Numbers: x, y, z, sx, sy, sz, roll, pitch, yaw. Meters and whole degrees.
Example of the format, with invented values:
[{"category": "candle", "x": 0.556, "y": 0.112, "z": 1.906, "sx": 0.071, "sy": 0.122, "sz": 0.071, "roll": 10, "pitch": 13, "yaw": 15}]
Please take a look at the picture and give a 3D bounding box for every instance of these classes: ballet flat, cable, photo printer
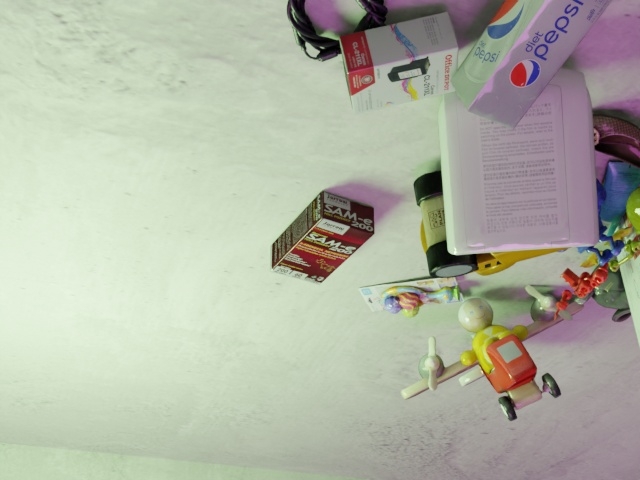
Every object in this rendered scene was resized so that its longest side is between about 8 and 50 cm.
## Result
[{"category": "ballet flat", "x": 0.569, "y": -0.162, "z": 1.521, "sx": 0.249, "sy": 0.058, "sz": 0.084, "roll": 22, "pitch": 158, "yaw": -5}, {"category": "cable", "x": 0.027, "y": -0.348, "z": 1.273, "sx": 0.150, "sy": 0.047, "sz": 0.184, "roll": -5, "pitch": 146, "yaw": 6}, {"category": "photo printer", "x": 0.330, "y": -0.137, "z": 1.412, "sx": 0.255, "sy": 0.308, "sz": 0.107, "roll": -5, "pitch": -173, "yaw": 10}]

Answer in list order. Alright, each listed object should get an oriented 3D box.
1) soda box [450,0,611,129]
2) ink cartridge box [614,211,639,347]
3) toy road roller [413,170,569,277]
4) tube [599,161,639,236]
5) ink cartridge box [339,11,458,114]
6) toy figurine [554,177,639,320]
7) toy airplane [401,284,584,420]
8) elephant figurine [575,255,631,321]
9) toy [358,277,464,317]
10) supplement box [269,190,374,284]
[{"category": "soda box", "x": 0.316, "y": -0.310, "z": 1.228, "sx": 0.098, "sy": 0.091, "sz": 0.286, "roll": 16, "pitch": 126, "yaw": -26}, {"category": "ink cartridge box", "x": 0.710, "y": 0.033, "z": 1.643, "sx": 0.130, "sy": 0.310, "sz": 0.272, "roll": 2, "pitch": 148, "yaw": -6}, {"category": "toy road roller", "x": 0.353, "y": -0.041, "z": 1.636, "sx": 0.329, "sy": 0.203, "sz": 0.240, "roll": -17, "pitch": 159, "yaw": 24}, {"category": "tube", "x": 0.599, "y": -0.085, "z": 1.703, "sx": 0.080, "sy": 0.052, "sz": 0.207, "roll": -1, "pitch": 142, "yaw": -2}, {"category": "ink cartridge box", "x": 0.126, "y": -0.278, "z": 1.322, "sx": 0.175, "sy": 0.072, "sz": 0.127, "roll": -12, "pitch": 156, "yaw": 2}, {"category": "toy figurine", "x": 0.502, "y": -0.035, "z": 1.655, "sx": 0.217, "sy": 0.191, "sz": 0.362, "roll": 40, "pitch": 146, "yaw": 7}, {"category": "toy airplane", "x": 0.426, "y": 0.263, "z": 2.078, "sx": 0.384, "sy": 0.273, "sz": 0.386, "roll": -25, "pitch": -176, "yaw": 44}, {"category": "elephant figurine", "x": 0.714, "y": 0.110, "z": 1.927, "sx": 0.186, "sy": 0.169, "sz": 0.239, "roll": 17, "pitch": 173, "yaw": 26}, {"category": "toy", "x": 0.225, "y": 0.150, "z": 2.047, "sx": 0.237, "sy": 0.056, "sz": 0.137, "roll": -11, "pitch": 145, "yaw": 15}, {"category": "supplement box", "x": 0.000, "y": 0.000, "z": 1.791, "sx": 0.130, "sy": 0.073, "sz": 0.239, "roll": 16, "pitch": 143, "yaw": -24}]
